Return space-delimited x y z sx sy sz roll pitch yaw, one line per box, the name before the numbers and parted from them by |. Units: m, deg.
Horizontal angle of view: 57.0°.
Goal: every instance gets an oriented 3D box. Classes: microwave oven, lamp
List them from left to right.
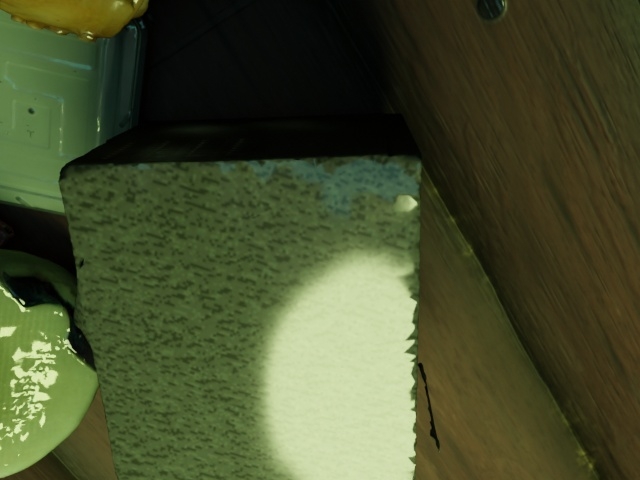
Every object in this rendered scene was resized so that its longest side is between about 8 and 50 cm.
lamp | -0.344 -0.163 0.689 0.268 0.047 0.267 11 116 -7
microwave oven | -0.063 0.096 0.652 0.373 0.236 0.433 -1 110 5

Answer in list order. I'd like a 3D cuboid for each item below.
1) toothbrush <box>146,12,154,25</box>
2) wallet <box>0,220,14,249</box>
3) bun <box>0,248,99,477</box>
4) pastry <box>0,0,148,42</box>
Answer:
toothbrush | -0.302 -0.228 0.705 0.219 0.016 0.019 -19 98 3
wallet | -0.498 0.036 0.743 0.119 0.025 0.232 38 108 -21
bun | -0.410 0.138 0.716 0.283 0.179 0.284 -12 109 -39
pastry | -0.243 -0.326 0.575 0.255 0.162 0.311 34 62 -2
